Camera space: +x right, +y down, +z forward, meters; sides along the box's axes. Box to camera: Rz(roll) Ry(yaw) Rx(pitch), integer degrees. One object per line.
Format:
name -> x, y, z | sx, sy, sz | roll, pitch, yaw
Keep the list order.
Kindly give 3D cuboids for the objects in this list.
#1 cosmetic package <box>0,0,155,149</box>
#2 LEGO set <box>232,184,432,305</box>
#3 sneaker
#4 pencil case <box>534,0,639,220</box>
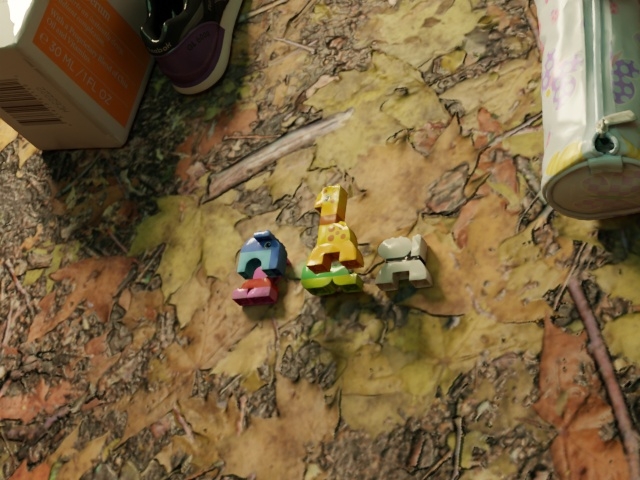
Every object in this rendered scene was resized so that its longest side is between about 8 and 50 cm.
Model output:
cosmetic package -> -0.313, -0.370, 1.459 | 0.161, 0.230, 0.453 | 0, 64, 30
LEGO set -> 0.000, 0.000, 1.146 | 0.227, 0.087, 0.093 | -7, 60, 26
sneaker -> -0.165, -0.337, 1.419 | 0.107, 0.124, 0.283 | -12, 57, 23
pencil case -> 0.265, -0.155, 1.062 | 0.113, 0.124, 0.273 | -11, 57, 25
